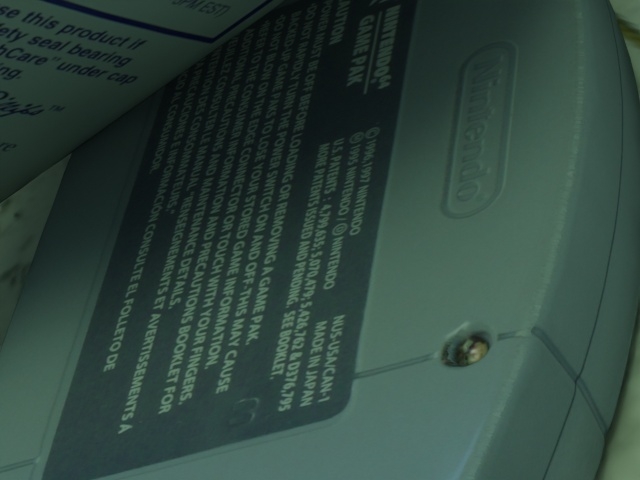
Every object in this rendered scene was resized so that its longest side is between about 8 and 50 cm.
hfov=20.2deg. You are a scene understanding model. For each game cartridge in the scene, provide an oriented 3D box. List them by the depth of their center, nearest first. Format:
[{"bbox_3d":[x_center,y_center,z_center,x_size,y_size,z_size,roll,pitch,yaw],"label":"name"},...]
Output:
[{"bbox_3d":[0.000,0.000,0.545,0.196,0.060,0.294,-20,37,28],"label":"game cartridge"}]

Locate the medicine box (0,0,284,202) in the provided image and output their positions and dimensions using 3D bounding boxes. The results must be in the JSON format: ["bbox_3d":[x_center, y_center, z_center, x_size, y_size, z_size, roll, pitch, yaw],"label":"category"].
[{"bbox_3d":[-0.124,-0.174,0.561,0.289,0.149,0.263,-31,70,27],"label":"medicine box"}]
